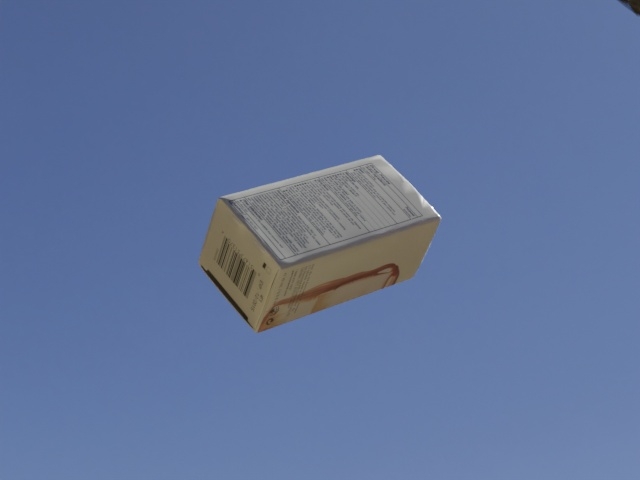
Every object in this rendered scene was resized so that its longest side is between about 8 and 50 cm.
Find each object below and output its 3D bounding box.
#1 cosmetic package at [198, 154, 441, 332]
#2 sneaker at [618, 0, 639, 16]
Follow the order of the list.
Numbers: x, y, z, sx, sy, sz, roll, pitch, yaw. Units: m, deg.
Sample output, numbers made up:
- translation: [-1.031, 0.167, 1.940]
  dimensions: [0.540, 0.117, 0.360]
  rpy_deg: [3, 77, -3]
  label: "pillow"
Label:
- translation: [0.000, 0.000, 1.880]
  dimensions: [0.296, 0.153, 0.129]
  rpy_deg: [-16, -39, -37]
  label: "cosmetic package"
- translation: [0.178, -0.305, 1.248]
  dimensions: [0.341, 0.125, 0.139]
  rpy_deg: [39, -68, -4]
  label: "sneaker"
